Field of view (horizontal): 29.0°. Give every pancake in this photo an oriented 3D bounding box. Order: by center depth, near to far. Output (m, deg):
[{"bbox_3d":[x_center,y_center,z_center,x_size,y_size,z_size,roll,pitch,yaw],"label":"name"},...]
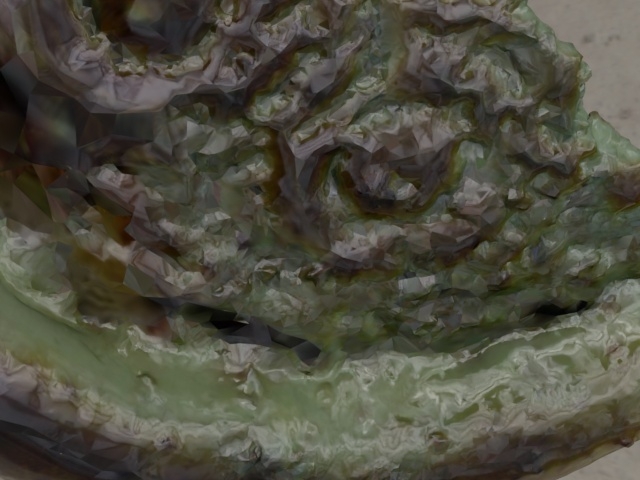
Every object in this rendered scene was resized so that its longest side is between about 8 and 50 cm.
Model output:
[{"bbox_3d":[-0.004,0.004,0.492,0.426,0.067,0.305,33,107,-27],"label":"pancake"}]
